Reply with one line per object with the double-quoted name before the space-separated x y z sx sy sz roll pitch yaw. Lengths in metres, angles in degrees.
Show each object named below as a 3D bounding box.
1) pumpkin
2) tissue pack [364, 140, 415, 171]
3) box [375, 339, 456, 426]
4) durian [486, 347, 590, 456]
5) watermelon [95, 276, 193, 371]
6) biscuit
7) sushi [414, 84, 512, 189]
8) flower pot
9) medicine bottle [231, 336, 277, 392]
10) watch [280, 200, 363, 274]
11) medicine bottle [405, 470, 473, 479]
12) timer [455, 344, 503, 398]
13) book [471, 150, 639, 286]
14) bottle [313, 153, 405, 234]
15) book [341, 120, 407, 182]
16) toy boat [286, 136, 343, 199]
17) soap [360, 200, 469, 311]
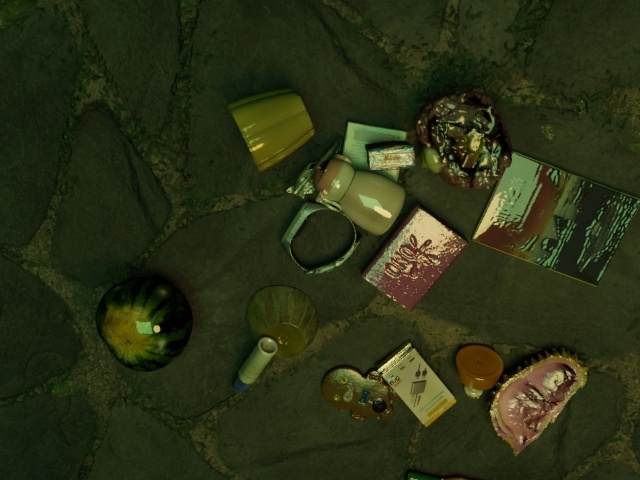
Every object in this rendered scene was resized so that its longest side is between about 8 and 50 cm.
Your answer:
"pumpkin" -0.113 0.249 1.690 0.217 0.110 0.217 0 109 0
"tissue pack" 0.176 -0.218 1.499 0.116 0.155 0.065 -6 102 3
"box" 0.285 0.423 1.722 0.129 0.033 0.247 -41 98 -2
"durian" 0.595 0.427 1.678 0.191 0.112 0.341 39 96 3
"watermelon" -0.486 0.225 1.638 0.269 0.269 0.269 1 104 4
"biscuit" 0.118 0.456 1.757 0.236 0.039 0.179 18 106 2
"sushi" 0.358 -0.250 1.491 0.237 0.171 0.270 -25 106 10
"flower pot" -0.120 -0.299 1.519 0.179 0.195 0.195 -26 101 -3
"medicine bottle" -0.193 0.362 1.697 0.059 0.059 0.231 32 131 -4
"watch" 0.000 0.000 1.636 0.193 0.068 0.206 32 102 -3
"medicine bottle" 0.389 0.757 1.795 0.261 0.064 0.095 14 105 2
"timer" 0.445 0.396 1.685 0.132 0.132 0.152 2 127 4
"book" 0.634 -0.055 1.592 0.374 0.028 0.262 20 106 -1
"bottle" 0.087 -0.127 1.523 0.236 0.147 0.147 28 105 -9
"book" 0.133 -0.195 1.597 0.162 0.022 0.231 9 104 -1
"toy boat" -0.005 -0.195 1.587 0.066 0.084 0.210 37 94 -10
"soap" 0.254 0.046 1.618 0.181 0.081 0.259 37 104 -5
